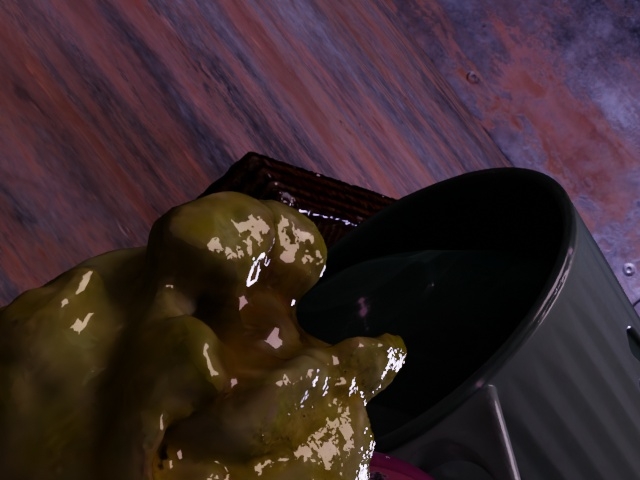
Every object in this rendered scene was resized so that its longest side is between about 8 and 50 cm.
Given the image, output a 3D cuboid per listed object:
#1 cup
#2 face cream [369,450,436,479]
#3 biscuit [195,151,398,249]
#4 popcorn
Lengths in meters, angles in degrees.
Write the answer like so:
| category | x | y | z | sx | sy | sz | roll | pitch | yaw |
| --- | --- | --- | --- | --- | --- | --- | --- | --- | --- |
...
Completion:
| category | x | y | z | sx | sy | sz | roll | pitch | yaw |
| --- | --- | --- | --- | --- | --- | --- | --- | --- | --- |
| cup | 0.132 | 0.201 | 1.457 | 0.392 | 0.310 | 0.401 | 51 | 42 | -24 |
| face cream | 0.017 | 0.242 | 1.133 | 0.175 | 0.175 | 0.195 | 48 | 13 | -19 |
| biscuit | 0.000 | 0.000 | 1.777 | 0.073 | 0.107 | 0.388 | 54 | 17 | 21 |
| popcorn | -0.075 | 0.122 | 0.999 | 0.235 | 0.241 | 0.250 | -7 | 69 | -59 |
